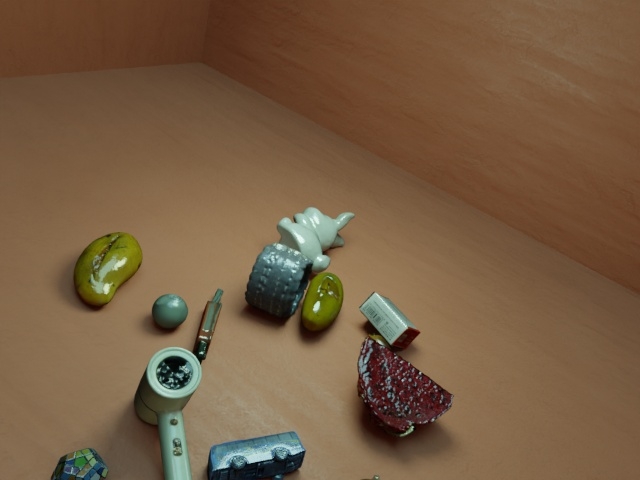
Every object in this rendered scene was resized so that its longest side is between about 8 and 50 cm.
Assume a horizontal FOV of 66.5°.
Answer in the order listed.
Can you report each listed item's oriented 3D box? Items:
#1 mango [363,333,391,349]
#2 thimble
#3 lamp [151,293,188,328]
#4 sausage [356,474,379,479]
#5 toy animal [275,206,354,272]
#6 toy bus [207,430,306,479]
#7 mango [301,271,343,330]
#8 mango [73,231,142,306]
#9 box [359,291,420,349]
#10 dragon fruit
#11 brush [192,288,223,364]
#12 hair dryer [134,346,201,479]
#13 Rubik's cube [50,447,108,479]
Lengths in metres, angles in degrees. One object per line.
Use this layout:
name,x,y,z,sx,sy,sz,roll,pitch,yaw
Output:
mango,0.194,0.365,1.611,0.077,0.063,0.127,-29,56,-11
thimble,-0.133,0.133,1.622,0.172,0.236,0.205,21,23,6
lamp,-0.451,0.211,1.466,0.105,0.105,0.105,14,33,-9
sausage,-0.003,0.645,1.080,0.433,0.087,0.088,-15,46,-40
toy animal,-0.009,-0.005,1.940,0.241,0.196,0.368,38,38,14
toy bus,-0.157,0.530,1.182,0.237,0.079,0.094,1,21,-26
mango,0.004,0.212,1.661,0.130,0.167,0.262,10,35,11
mango,-0.668,0.076,1.534,0.177,0.120,0.294,14,33,-5
box,0.235,0.279,1.685,0.182,0.099,0.133,47,9,32
dragon fruit,0.195,0.458,1.421,0.317,0.152,0.205,37,53,2
brush,-0.344,0.252,1.497,0.051,0.070,0.323,16,30,-8
hair dryer,-0.339,0.452,1.125,0.128,0.203,0.361,1,54,-31
Rubik's cube,-0.507,0.493,1.029,0.111,0.111,0.093,37,64,26
